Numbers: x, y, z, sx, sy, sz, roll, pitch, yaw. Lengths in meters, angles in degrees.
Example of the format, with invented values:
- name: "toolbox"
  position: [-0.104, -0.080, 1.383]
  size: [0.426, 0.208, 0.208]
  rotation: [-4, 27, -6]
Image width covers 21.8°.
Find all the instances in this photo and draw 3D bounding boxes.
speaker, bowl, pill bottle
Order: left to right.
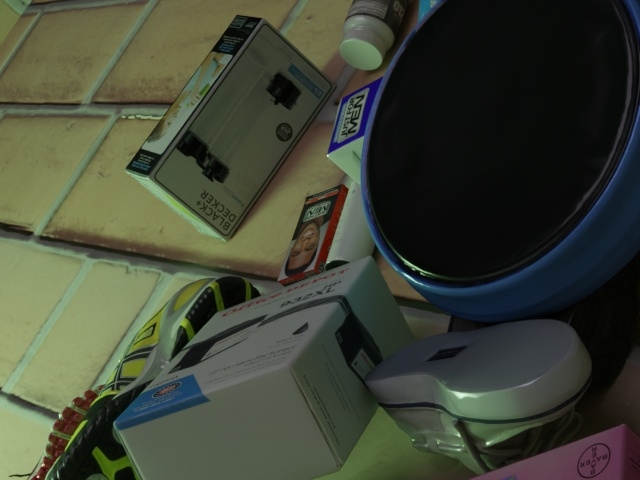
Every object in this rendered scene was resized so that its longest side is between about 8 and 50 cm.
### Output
- name: "speaker"
  position: [0.046, -0.011, 2.094]
  size: [0.055, 0.055, 0.136]
  rotation: [-21, 40, 42]
- name: "pill bottle"
  position: [0.077, -0.317, 2.389]
  size: [0.078, 0.078, 0.137]
  rotation: [-18, 43, 45]
- name: "bowl"
  position: [0.195, -0.112, 1.670]
  size: [0.391, 0.077, 0.391]
  rotation: [-22, 57, 38]

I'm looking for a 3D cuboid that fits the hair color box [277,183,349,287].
- name: "hair color box"
  position: [0.000, 0.000, 2.160]
  size: [0.072, 0.043, 0.141]
  rotation: [-20, 42, 42]

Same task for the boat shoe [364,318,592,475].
- name: "boat shoe"
  position: [0.170, 0.178, 1.608]
  size: [0.136, 0.156, 0.367]
  rotation: [-34, 8, -24]

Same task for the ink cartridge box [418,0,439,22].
- name: "ink cartridge box"
  position: [0.243, -0.282, 2.036]
  size: [0.203, 0.148, 0.086]
  rotation: [-30, 33, 33]

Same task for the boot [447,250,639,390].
- name: "boot"
  position: [0.255, -0.008, 1.725]
  size: [0.223, 0.118, 0.338]
  rotation: [6, 62, 59]

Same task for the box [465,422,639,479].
- name: "box"
  position: [0.202, 0.312, 1.424]
  size: [0.213, 0.117, 0.243]
  rotation: [-26, 37, 37]

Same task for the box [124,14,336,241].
- name: "box"
  position: [-0.128, -0.163, 2.411]
  size: [0.290, 0.169, 0.087]
  rotation: [-54, 31, -10]

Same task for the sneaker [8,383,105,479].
- name: "sneaker"
  position: [-0.335, 0.311, 2.207]
  size: [0.299, 0.121, 0.112]
  rotation: [-48, -3, -12]

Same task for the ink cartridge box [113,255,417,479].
- name: "ink cartridge box"
  position: [-0.051, 0.155, 1.804]
  size: [0.223, 0.129, 0.307]
  rotation: [-21, 12, 24]

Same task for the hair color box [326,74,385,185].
- name: "hair color box"
  position: [0.194, -0.140, 1.900]
  size: [0.339, 0.185, 0.110]
  rotation: [-26, 37, 37]

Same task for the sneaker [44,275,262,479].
- name: "sneaker"
  position: [-0.218, 0.210, 2.143]
  size: [0.384, 0.145, 0.147]
  rotation: [-50, 23, -21]
